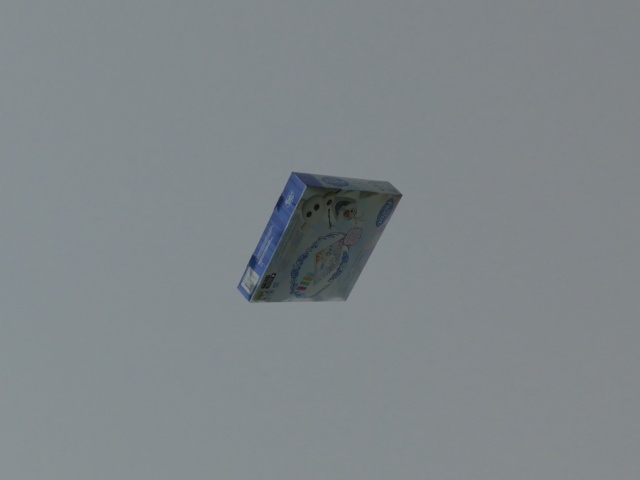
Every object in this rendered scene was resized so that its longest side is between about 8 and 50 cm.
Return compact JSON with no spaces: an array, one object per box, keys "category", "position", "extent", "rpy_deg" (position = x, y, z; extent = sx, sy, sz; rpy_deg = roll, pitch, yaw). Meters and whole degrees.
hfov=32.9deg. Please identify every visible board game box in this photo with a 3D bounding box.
[{"category":"board game box","position":[0.000,0.000,0.710],"extent":[0.090,0.020,0.090],"rpy_deg":[3,-58,-44]}]
